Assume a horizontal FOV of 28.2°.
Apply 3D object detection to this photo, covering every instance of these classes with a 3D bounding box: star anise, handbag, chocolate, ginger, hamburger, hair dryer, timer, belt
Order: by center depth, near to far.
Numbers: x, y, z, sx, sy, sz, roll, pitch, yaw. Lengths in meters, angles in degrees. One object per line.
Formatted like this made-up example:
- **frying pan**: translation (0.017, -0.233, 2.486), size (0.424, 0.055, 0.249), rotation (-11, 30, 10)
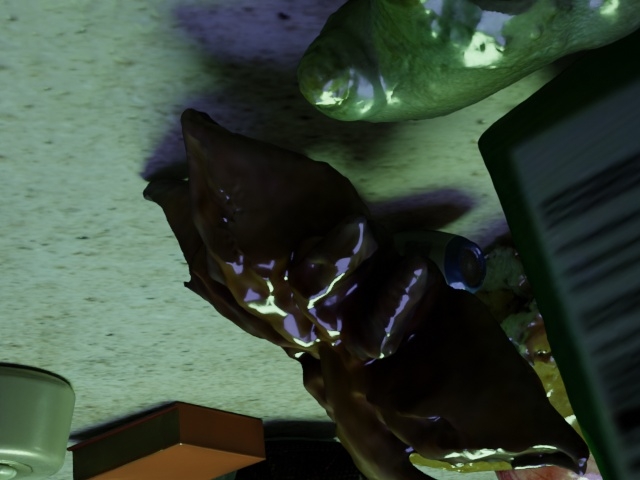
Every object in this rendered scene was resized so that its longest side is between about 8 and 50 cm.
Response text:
- **ginger**: translation (0.100, -0.122, 0.525), size (0.290, 0.089, 0.137), rotation (-22, 152, 38)
- **chocolate**: translation (0.243, 0.093, 0.692), size (0.161, 0.360, 0.341), rotation (-23, 152, 17)
- **star anise**: translation (0.027, 0.060, 0.728), size (0.349, 0.109, 0.292), rotation (46, 174, -22)
- **hair dryer**: translation (-0.006, 0.008, 0.886), size (0.199, 0.067, 0.167), rotation (24, 152, -30)
- **hamburger**: translation (0.165, 0.109, 1.042), size (0.211, 0.132, 0.309), rotation (10, 152, -24)
- **timer**: translation (-0.312, 0.263, 1.155), size (0.175, 0.266, 0.175), rotation (-3, 157, -1)
- **handbag**: translation (-0.169, 0.230, 1.373), size (0.190, 0.063, 0.127), rotation (-27, 149, 36)
- **belt**: translation (-0.055, 0.329, 1.462), size (0.164, 0.184, 0.289), rotation (-3, 158, -24)

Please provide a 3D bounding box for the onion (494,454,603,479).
- **onion**: translation (0.329, 0.239, 1.368), size (0.283, 0.120, 0.227), rotation (-6, 172, -2)
